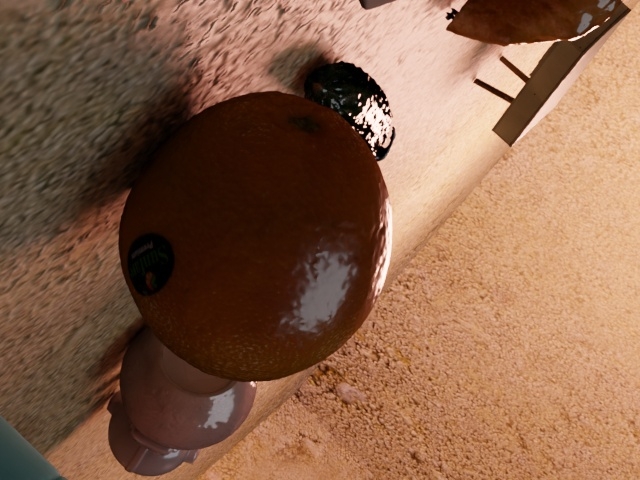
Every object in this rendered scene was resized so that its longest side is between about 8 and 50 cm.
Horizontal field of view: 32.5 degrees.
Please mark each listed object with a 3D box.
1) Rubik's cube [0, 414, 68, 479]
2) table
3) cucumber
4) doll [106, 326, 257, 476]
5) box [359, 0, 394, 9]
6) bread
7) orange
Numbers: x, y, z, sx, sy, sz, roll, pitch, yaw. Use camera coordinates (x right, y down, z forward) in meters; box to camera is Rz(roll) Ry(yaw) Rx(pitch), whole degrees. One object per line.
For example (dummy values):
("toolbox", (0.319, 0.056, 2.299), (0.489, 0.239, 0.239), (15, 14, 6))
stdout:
("Rubik's cube", (-0.284, 0.321, 0.731), (0.291, 0.291, 0.290), (-49, 171, 11))
("table", (0.313, -0.261, 1.563), (0.121, 0.111, 0.240), (-41, 170, -30))
("cucumber", (0.031, -0.119, 0.998), (0.067, 0.067, 0.245), (-46, 171, 1))
("doll", (-0.165, 0.184, 1.208), (0.151, 0.151, 0.287), (-41, 173, -34))
("box", (0.077, -0.210, 0.592), (0.149, 0.067, 0.233), (-21, 172, 2))
("bread", (0.251, -0.280, 1.085), (0.260, 0.134, 0.129), (-51, 172, 31))
("orange", (-0.043, -0.003, 0.762), (0.206, 0.206, 0.206), (-45, 172, -8))
